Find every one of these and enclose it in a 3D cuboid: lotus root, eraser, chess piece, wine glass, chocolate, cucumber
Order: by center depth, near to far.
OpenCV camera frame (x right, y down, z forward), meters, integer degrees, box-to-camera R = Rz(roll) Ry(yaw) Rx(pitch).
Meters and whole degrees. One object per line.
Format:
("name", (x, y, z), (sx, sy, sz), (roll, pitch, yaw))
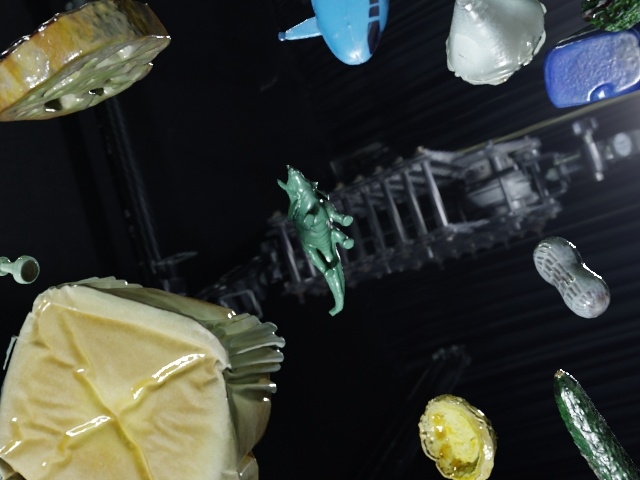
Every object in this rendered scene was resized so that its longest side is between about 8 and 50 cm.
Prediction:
("cucumber", (0.417, -0.333, 0.903), (0.077, 0.265, 0.077), (4, -105, -14))
("wine glass", (0.175, -0.316, 0.956), (0.232, 0.156, 0.156), (31, -131, -48))
("chess piece", (-0.473, 0.040, 1.145), (0.042, 0.093, 0.042), (7, -90, -65))
("eraser", (0.453, -0.290, 1.174), (0.332, 0.155, 0.102), (-33, -71, -52))
("chocolate", (0.396, 0.055, 1.205), (0.072, 0.072, 0.167), (36, -161, -41))
("cucumber", (0.446, 0.327, 1.216), (0.294, 0.067, 0.067), (54, -145, -9))
("lotus root", (-0.489, -0.347, 1.509), (0.374, 0.390, 0.111), (-28, -86, -21))

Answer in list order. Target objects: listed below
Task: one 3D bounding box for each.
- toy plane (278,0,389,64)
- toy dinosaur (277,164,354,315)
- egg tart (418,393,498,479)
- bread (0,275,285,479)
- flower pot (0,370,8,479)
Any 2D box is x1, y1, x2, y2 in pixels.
("toy plane", (0.011, -0.282, 0.696), (0.254, 0.105, 0.271), (38, -130, -64))
("toy dinosaur", (0.008, 0.003, 1.258), (0.079, 0.120, 0.292), (-32, -69, -19))
("egg tart", (0.308, 0.426, 1.645), (0.090, 0.212, 0.213), (-17, -93, -36))
("bread", (-0.144, 0.135, 0.625), (0.110, 0.209, 0.192), (10, -89, -72))
("flower pot", (-0.288, 0.260, 0.955), (0.299, 0.283, 0.299), (40, -167, -11))
